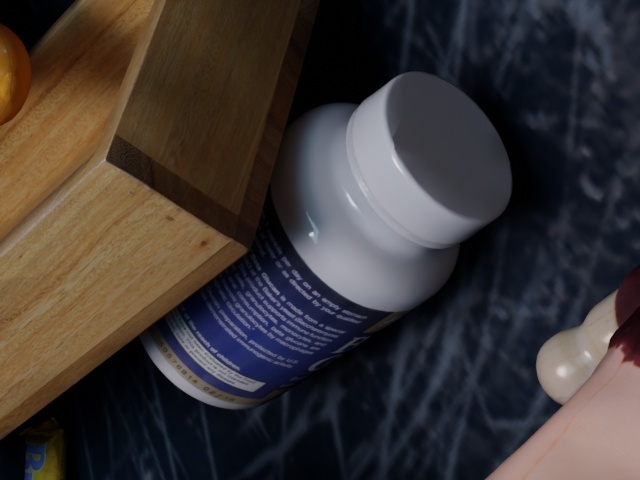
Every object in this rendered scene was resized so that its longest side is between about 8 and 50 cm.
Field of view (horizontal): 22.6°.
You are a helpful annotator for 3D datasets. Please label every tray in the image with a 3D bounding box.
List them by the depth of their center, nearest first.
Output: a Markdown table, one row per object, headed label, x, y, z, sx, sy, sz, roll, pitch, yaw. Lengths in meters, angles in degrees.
| label | x | y | z | sx | sy | sz | roll | pitch | yaw |
| --- | --- | --- | --- | --- | --- | --- | --- | --- | --- |
| tray | -0.156 | 0.007 | 0.779 | 0.411 | 0.076 | 0.203 | -37 | 29 | 41 |

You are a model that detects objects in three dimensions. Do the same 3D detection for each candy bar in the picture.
| label | x | y | z | sx | sy | sz | roll | pitch | yaw |
| --- | --- | --- | --- | --- | --- | --- | --- | --- | --- |
| candy bar | -0.157 | 0.180 | 0.892 | 0.040 | 0.018 | 0.161 | -17 | 68 | 49 |

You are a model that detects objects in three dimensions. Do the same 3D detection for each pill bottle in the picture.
| label | x | y | z | sx | sy | sz | roll | pitch | yaw |
| --- | --- | --- | --- | --- | --- | --- | --- | --- | --- |
| pill bottle | 0.000 | 0.000 | 0.687 | 0.169 | 0.094 | 0.094 | -36 | 71 | 41 |

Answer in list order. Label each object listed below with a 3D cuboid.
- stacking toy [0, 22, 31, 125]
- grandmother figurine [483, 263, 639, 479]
| label | x | y | z | sx | sy | sz | roll | pitch | yaw |
| --- | --- | --- | --- | --- | --- | --- | --- | --- | --- |
| stacking toy | -0.235 | -0.094 | 0.820 | 0.302 | 0.165 | 0.175 | 16 | 100 | 49 |
| grandmother figurine | 0.109 | 0.054 | 0.458 | 0.342 | 0.104 | 0.208 | -42 | 20 | 4 |
